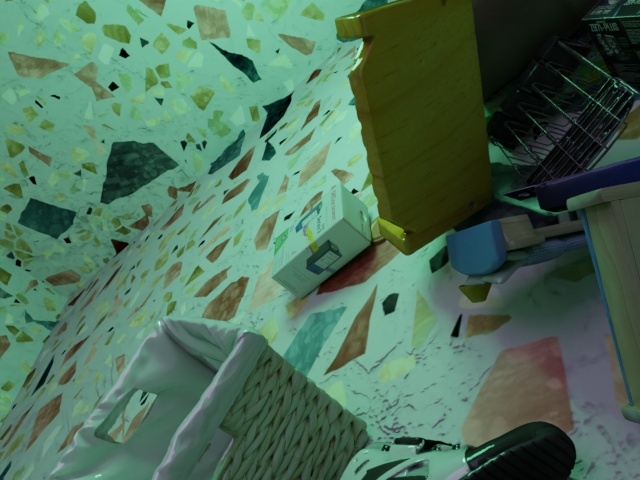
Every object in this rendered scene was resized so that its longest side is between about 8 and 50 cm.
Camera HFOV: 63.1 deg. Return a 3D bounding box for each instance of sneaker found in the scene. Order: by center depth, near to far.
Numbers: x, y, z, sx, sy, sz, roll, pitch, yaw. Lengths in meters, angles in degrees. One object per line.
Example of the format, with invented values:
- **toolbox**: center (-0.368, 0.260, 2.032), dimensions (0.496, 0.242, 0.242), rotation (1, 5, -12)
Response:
- **sneaker**: center (0.105, 0.263, 0.571), dimensions (0.331, 0.122, 0.146), rotation (-38, 29, 16)

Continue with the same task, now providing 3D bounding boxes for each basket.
- **basket**: center (-0.170, 0.313, 0.750), dimensions (0.331, 0.266, 0.328), rotation (-5, 48, 53)

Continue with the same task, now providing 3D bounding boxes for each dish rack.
- **dish rack**: center (0.368, -0.185, 0.804), dimensions (0.271, 0.074, 0.208), rotation (-98, 32, -52)

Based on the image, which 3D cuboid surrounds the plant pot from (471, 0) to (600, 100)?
- **plant pot**: center (0.313, -0.420, 0.959), dimensions (0.280, 0.323, 0.323), rotation (-52, 21, 28)

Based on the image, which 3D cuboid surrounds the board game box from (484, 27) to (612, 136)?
- **board game box**: center (0.398, -0.317, 1.034), dimensions (0.317, 0.046, 0.213), rotation (-23, 35, 39)

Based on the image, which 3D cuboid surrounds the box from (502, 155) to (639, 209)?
- **box**: center (0.350, -0.070, 0.634), dimensions (0.225, 0.136, 0.036), rotation (-15, 84, 30)

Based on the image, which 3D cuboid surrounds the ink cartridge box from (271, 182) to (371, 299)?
- **ink cartridge box**: center (0.000, 0.000, 1.121), dimensions (0.212, 0.093, 0.154), rotation (-38, 27, 23)

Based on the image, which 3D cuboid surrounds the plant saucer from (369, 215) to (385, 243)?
- **plant saucer**: center (0.127, -0.029, 1.073), dimensions (0.084, 0.013, 0.083), rotation (-36, 28, 23)

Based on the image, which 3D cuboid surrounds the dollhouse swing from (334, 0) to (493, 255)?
- **dollhouse swing**: center (0.103, -0.213, 0.895), dimensions (0.315, 0.346, 0.305), rotation (-30, 28, -30)

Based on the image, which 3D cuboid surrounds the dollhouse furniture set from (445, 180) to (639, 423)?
- **dollhouse furniture set**: center (0.336, 0.049, 0.582), dimensions (0.287, 0.197, 0.303), rotation (-11, -5, -10)

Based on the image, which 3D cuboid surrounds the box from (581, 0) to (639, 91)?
- **box**: center (0.491, -0.286, 0.737), dimensions (0.077, 0.147, 0.180), rotation (-46, 25, 3)
